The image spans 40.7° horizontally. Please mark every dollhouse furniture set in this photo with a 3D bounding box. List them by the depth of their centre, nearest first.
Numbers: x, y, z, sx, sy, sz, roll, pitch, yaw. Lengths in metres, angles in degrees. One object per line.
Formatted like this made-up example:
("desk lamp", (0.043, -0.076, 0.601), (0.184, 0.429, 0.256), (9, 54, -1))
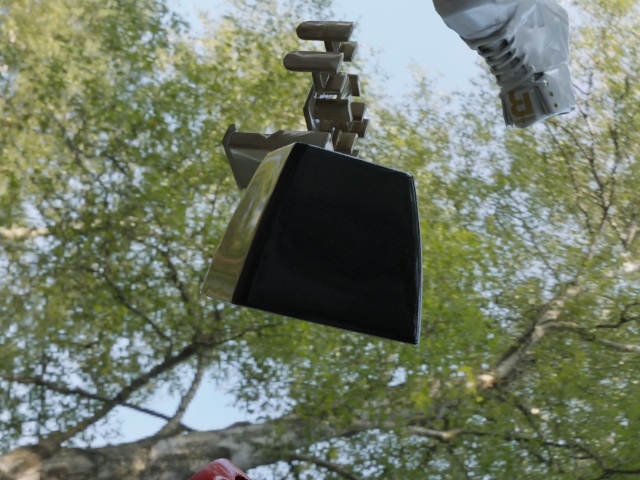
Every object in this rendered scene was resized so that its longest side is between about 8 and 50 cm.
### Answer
("dollhouse furniture set", (-0.034, -0.198, 1.382), (0.161, 0.212, 0.242), (6, -128, 17))

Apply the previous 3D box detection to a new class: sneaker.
("sneaker", (0.251, -0.232, 1.107), (0.108, 0.292, 0.169), (-12, -99, 41))

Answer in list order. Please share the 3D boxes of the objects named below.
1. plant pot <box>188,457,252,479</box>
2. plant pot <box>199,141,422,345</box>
("plant pot", (-0.147, 0.471, 1.361), (0.174, 0.191, 0.191), (35, -74, 19))
("plant pot", (0.000, 0.000, 0.882), (0.188, 0.187, 0.167), (177, -73, -72))
